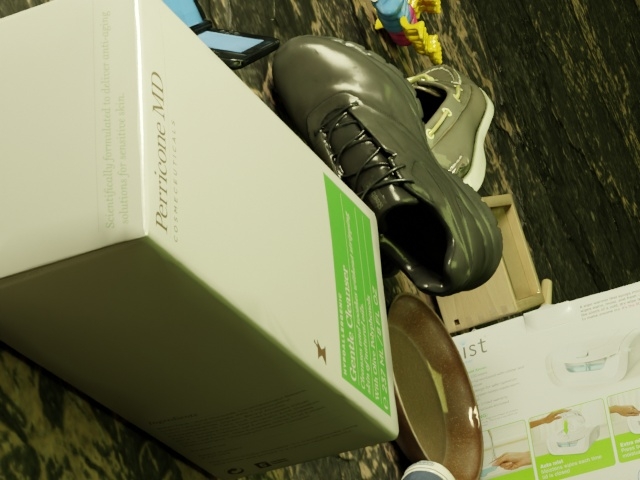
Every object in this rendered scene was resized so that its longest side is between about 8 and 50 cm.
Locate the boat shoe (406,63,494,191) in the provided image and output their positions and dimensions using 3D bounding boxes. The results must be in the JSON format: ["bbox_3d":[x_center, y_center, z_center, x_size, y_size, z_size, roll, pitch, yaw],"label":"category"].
[{"bbox_3d":[0.118,-0.128,2.046,0.091,0.109,0.305,53,19,-20],"label":"boat shoe"}]

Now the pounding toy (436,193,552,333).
[{"bbox_3d":[0.188,0.061,2.085,0.181,0.094,0.206,-9,82,-70],"label":"pounding toy"}]

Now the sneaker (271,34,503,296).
[{"bbox_3d":[0.055,-0.069,1.731,0.286,0.109,0.130,49,21,3],"label":"sneaker"}]

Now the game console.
[{"bbox_3d":[-0.096,-0.190,1.585,0.122,0.107,0.071,-43,141,-69],"label":"game console"}]

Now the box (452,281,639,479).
[{"bbox_3d":[0.263,0.187,1.926,0.127,0.262,0.231,46,31,-52],"label":"box"}]

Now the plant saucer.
[{"bbox_3d":[0.097,0.148,1.836,0.198,0.036,0.198,50,28,-39],"label":"plant saucer"}]

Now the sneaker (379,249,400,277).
[{"bbox_3d":[0.052,-0.045,1.869,0.161,0.057,0.075,69,23,-1],"label":"sneaker"}]

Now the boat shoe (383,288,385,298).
[{"bbox_3d":[0.030,-0.001,1.779,0.056,0.049,0.152,29,45,-61],"label":"boat shoe"}]

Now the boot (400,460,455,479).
[{"bbox_3d":[0.118,0.299,1.741,0.190,0.069,0.086,58,29,-13],"label":"boot"}]

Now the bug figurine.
[{"bbox_3d":[0.089,-0.322,2.146,0.216,0.072,0.279,62,27,-65],"label":"bug figurine"}]

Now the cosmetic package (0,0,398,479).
[{"bbox_3d":[-0.094,0.008,1.278,0.365,0.155,0.197,43,36,-56],"label":"cosmetic package"}]
